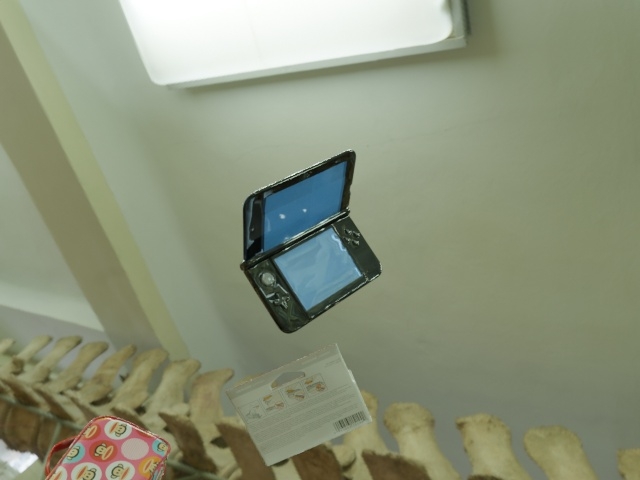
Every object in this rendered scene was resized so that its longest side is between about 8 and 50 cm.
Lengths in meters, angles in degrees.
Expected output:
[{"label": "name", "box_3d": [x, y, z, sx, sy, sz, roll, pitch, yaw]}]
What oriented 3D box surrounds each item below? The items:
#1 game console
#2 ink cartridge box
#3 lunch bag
[{"label": "game console", "box_3d": [0.000, 0.000, 1.096, 0.250, 0.293, 0.173, 57, -34, 6]}, {"label": "ink cartridge box", "box_3d": [-0.052, 0.403, 1.381, 0.296, 0.066, 0.261, -23, -69, -1]}, {"label": "lunch bag", "box_3d": [-0.522, 0.556, 1.288, 0.258, 0.293, 0.120, 23, -62, 3]}]
